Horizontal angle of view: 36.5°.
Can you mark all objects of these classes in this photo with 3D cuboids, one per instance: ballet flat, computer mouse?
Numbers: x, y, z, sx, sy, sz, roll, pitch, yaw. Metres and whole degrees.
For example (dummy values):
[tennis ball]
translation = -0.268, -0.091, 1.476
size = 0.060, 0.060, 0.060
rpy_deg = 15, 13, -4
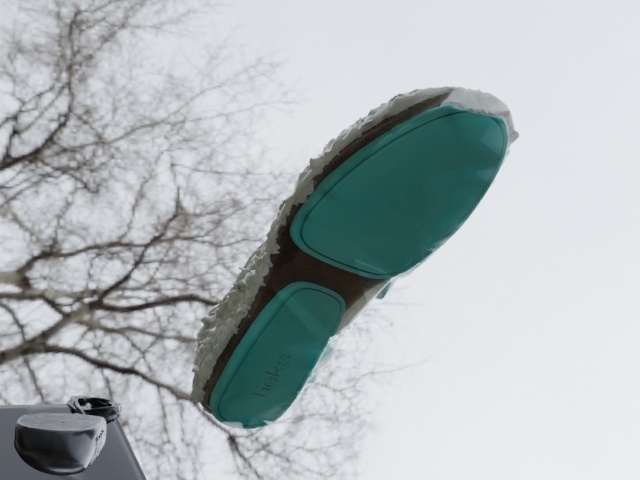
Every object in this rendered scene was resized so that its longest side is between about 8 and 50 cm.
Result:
[ballet flat]
translation = 0.000, 0.000, 0.859
size = 0.147, 0.147, 0.409
rpy_deg = 51, -61, 20
[computer mouse]
translation = -0.216, 0.169, 0.854
size = 0.071, 0.242, 0.041
rpy_deg = 4, -92, -3

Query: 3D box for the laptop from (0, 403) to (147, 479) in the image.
[laptop]
translation = -0.399, 0.366, 1.034
size = 0.408, 0.236, 0.382
rpy_deg = -46, -145, -1
